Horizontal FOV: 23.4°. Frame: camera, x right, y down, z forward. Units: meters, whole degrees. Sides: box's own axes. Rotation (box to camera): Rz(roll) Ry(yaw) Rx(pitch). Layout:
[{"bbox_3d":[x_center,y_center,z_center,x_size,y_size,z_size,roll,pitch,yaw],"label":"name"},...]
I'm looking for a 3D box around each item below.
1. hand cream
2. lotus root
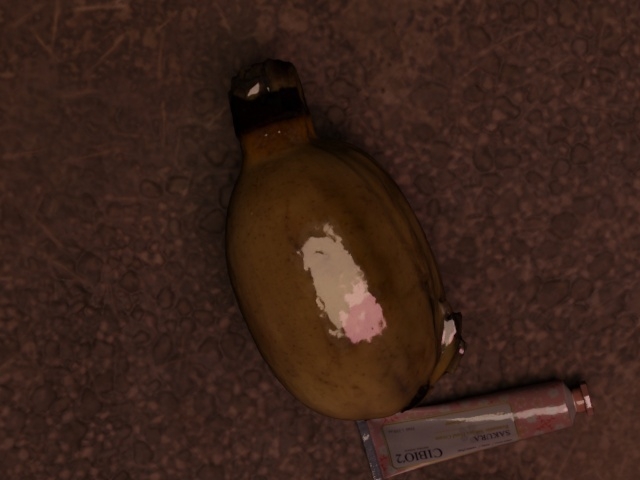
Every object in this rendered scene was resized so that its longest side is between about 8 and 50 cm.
[{"bbox_3d":[0.141,0.165,1.393,0.209,0.043,0.067,-15,108,7],"label":"hand cream"},{"bbox_3d":[0.000,0.000,1.274,0.182,0.183,0.310,-23,101,3],"label":"lotus root"}]
